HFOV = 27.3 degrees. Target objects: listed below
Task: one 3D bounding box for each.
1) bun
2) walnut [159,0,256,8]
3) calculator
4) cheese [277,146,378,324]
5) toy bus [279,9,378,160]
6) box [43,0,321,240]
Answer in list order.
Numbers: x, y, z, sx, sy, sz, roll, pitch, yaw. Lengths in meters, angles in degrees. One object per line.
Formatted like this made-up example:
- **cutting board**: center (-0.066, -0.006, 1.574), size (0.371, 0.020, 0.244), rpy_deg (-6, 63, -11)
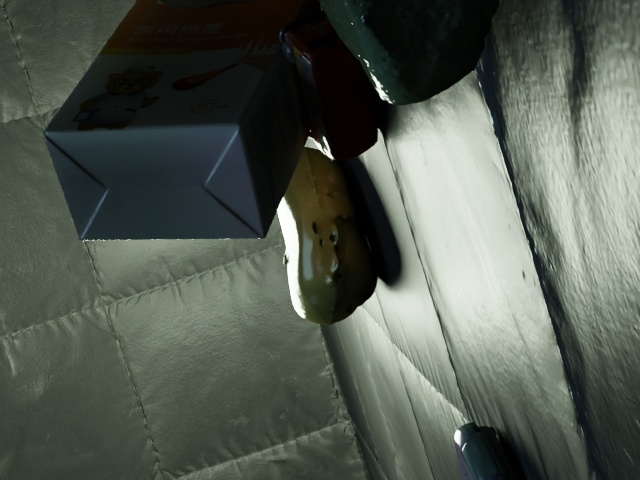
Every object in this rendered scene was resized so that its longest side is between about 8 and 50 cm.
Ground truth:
- **bun**: center (0.039, -0.192, 0.796), size (0.221, 0.108, 0.221), rpy_deg (154, 90, -89)
- **walnut**: center (-0.111, -0.339, 1.201), size (0.227, 0.273, 0.273), rpy_deg (-27, -78, -52)
- **calculator**: center (0.184, 0.291, 1.325), size (0.141, 0.045, 0.246), rpy_deg (-113, 6, -49)
- **cheese**: center (0.000, 0.000, 1.861), size (0.316, 0.128, 0.260), rpy_deg (-144, 38, -79)
- **toy bus**: center (0.016, -0.158, 1.392), size (0.077, 0.079, 0.174), rpy_deg (57, 167, 41)
- **box**: center (-0.132, -0.154, 1.469), size (0.341, 0.224, 0.143), rpy_deg (-71, -25, -50)
